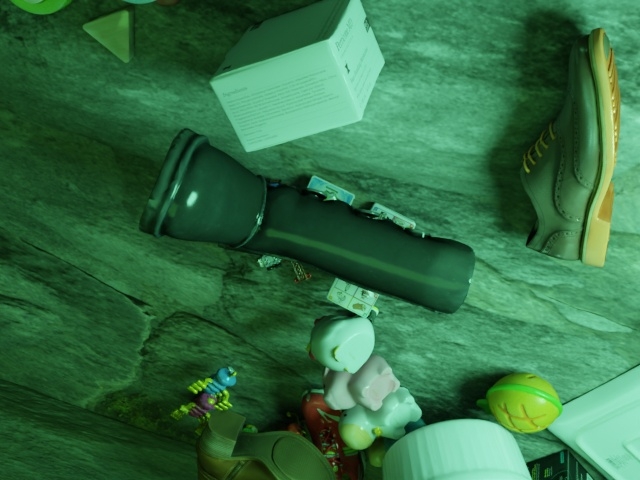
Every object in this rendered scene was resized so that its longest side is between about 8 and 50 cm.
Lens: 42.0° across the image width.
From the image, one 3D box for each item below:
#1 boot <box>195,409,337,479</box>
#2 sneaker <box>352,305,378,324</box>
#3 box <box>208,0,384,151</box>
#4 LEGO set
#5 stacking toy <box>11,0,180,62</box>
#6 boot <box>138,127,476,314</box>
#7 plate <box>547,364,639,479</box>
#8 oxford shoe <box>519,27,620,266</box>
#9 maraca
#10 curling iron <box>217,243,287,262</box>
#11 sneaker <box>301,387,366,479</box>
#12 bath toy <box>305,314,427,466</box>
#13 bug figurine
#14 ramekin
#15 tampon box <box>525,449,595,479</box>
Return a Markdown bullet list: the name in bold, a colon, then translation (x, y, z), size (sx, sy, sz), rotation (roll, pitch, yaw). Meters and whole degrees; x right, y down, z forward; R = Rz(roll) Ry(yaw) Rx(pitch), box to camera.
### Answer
- **boot**: translation (-0.117, 0.460, 1.619), size (0.283, 0.109, 0.220), rotation (22, 134, 4)
- **sneaker**: translation (0.070, 0.148, 1.478), size (0.031, 0.035, 0.083), rotation (32, 127, -7)
- **box**: translation (-0.027, -0.233, 1.142), size (0.182, 0.181, 0.119), rotation (-13, 122, 24)
- **LEGO set**: translation (0.007, -0.006, 1.373), size (0.244, 0.060, 0.182), rotation (25, 103, -4)
- **stacking toy**: translation (-0.347, -0.390, 1.155), size (0.309, 0.130, 0.279), rotation (30, 127, -6)
- **boot**: translation (0.000, -0.001, 1.158), size (0.445, 0.367, 0.146), rotation (24, 96, -2)
- **plate**: translation (0.582, 0.351, 1.472), size (0.277, 0.045, 0.278), rotation (41, 126, -15)
- **oxford shoe**: translation (0.342, -0.116, 1.159), size (0.132, 0.130, 0.364), rotation (6, 126, 20)
- **maraca**: translation (0.348, 0.290, 1.466), size (0.127, 0.099, 0.186), rotation (26, 153, -2)
- **curling iron**: translation (-0.047, 0.032, 1.428), size (0.274, 0.035, 0.068), rotation (11, 127, 8)
- **sneaker**: translation (0.029, 0.406, 1.621), size (0.107, 0.118, 0.279), rotation (-7, 122, 20)
- **bath toy**: translation (0.067, 0.261, 1.494), size (0.129, 0.151, 0.348), rotation (33, 156, 52)
- **bug figurine**: translation (-0.164, 0.352, 1.667), size (0.216, 0.072, 0.279), rotation (-30, 117, 38)
- **ramekin**: translation (0.239, 0.433, 1.475), size (0.277, 0.135, 0.277), rotation (-5, 138, -4)
- **tampon box**: translation (0.422, 0.489, 1.567), size (0.161, 0.120, 0.101), rotation (-31, 112, 32)
